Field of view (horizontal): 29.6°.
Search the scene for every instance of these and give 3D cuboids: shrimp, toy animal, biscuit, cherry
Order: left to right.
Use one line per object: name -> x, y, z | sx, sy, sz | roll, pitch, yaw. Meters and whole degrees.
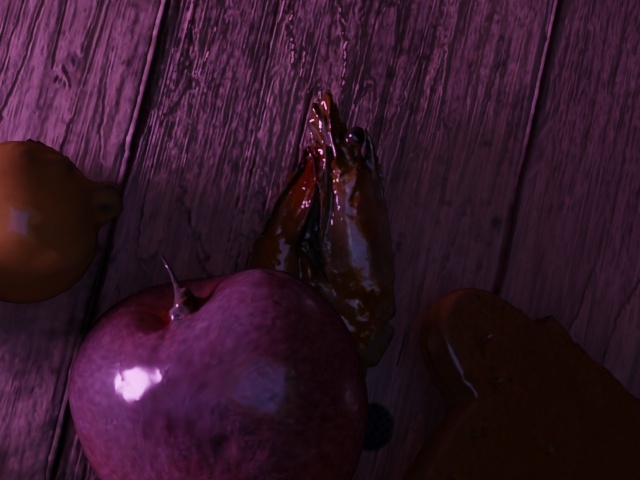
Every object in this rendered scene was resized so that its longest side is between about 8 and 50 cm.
toy animal -> -0.309, -0.003, 1.038 | 0.281, 0.169, 0.195 | -22, 137, -20
cherry -> -0.081, 0.154, 1.060 | 0.261, 0.221, 0.307 | -11, 97, 21
shrimp -> 0.000, 0.000, 1.180 | 0.154, 0.062, 0.294 | 1, 89, -10
biscuit -> 0.189, 0.270, 1.154 | 0.368, 0.076, 0.394 | 39, 55, -19
